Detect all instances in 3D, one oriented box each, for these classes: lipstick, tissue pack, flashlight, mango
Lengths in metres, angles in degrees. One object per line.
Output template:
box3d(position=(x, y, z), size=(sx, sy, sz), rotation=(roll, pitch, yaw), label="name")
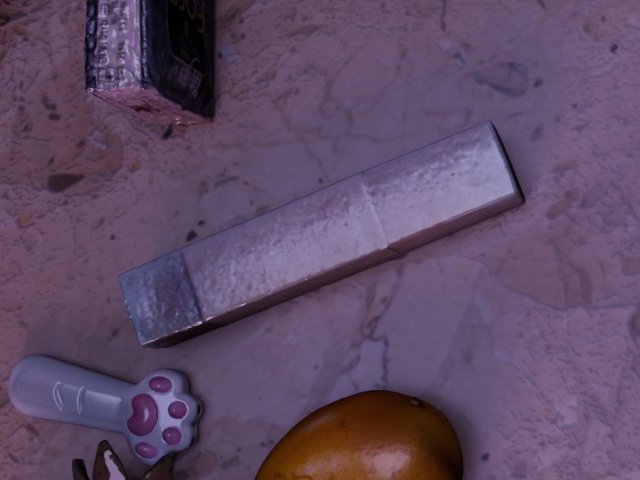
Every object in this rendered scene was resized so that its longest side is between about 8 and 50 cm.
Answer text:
box3d(position=(0.000, 0.000, 1.102), size=(0.371, 0.080, 0.076), rotation=(-22, 78, 12), label="lipstick")
box3d(position=(-0.154, -0.235, 1.117), size=(0.073, 0.173, 0.235), rotation=(-2, 83, 16), label="tissue pack")
box3d(position=(-0.212, 0.155, 1.160), size=(0.200, 0.047, 0.093), rotation=(12, 88, 15), label="flashlight")
box3d(position=(0.023, 0.218, 1.057), size=(0.219, 0.112, 0.145), rotation=(-33, 86, 13), label="mango")

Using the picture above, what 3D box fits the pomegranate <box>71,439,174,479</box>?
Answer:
box3d(position=(-0.201, 0.364, 1.051), size=(0.291, 0.291, 0.323), rotation=(-31, 36, 10), label="pomegranate")
